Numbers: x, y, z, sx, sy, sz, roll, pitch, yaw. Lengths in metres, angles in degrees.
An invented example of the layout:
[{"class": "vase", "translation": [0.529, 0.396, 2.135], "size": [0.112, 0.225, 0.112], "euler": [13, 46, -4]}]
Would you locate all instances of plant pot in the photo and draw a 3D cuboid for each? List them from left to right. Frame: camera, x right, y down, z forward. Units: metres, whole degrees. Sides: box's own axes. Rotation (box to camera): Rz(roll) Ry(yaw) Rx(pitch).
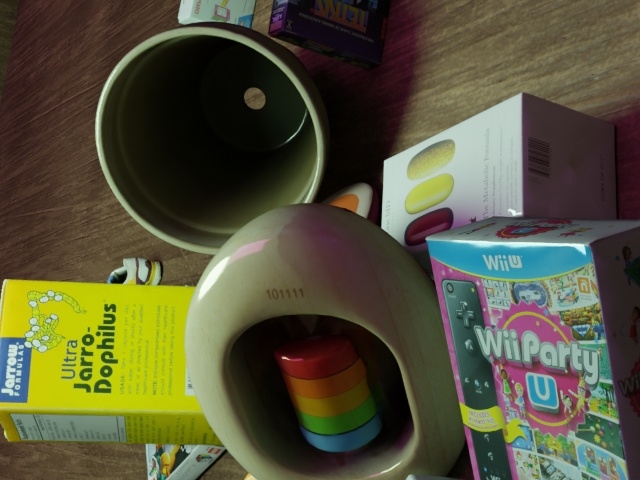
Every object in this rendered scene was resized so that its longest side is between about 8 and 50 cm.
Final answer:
[{"class": "plant pot", "translation": [-0.124, -0.176, 1.686], "size": [0.323, 0.323, 0.280], "euler": [-61, -1, 24]}]

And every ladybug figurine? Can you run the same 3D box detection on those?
[{"class": "ladybug figurine", "translation": [0.015, 0.133, 1.294], "size": [0.162, 0.305, 0.449], "euler": [-81, -17, -51]}]

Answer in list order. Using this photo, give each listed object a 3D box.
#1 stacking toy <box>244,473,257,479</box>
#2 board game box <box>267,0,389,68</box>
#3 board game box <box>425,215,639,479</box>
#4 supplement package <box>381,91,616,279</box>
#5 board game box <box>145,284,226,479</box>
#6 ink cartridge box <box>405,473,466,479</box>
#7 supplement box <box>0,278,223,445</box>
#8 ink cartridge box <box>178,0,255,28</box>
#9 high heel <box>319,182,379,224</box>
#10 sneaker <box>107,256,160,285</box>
[{"class": "stacking toy", "translation": [-0.053, 0.382, 1.509], "size": [0.302, 0.165, 0.175], "euler": [-134, 45, -69]}, {"class": "board game box", "translation": [0.016, -0.337, 1.647], "size": [0.048, 0.170, 0.141], "euler": [-7, 73, 57]}, {"class": "board game box", "translation": [0.223, 0.134, 1.055], "size": [0.224, 0.097, 0.303], "euler": [2, 106, 59]}, {"class": "supplement package", "translation": [0.188, -0.045, 1.269], "size": [0.244, 0.133, 0.139], "euler": [-24, 57, 54]}, {"class": "board game box", "translation": [-0.235, 0.253, 1.940], "size": [0.193, 0.053, 0.305], "euler": [-48, 40, 39]}, {"class": "ink cartridge box", "translation": [0.129, 0.377, 1.238], "size": [0.153, 0.086, 0.208], "euler": [-61, 32, 24]}, {"class": "supplement box", "translation": [-0.286, 0.185, 1.708], "size": [0.194, 0.356, 0.195], "euler": [110, 161, -65]}, {"class": "ink cartridge box", "translation": [-0.184, -0.417, 2.065], "size": [0.052, 0.122, 0.089], "euler": [-2, 77, 59]}, {"class": "high heel", "translation": [0.000, 0.109, 1.597], "size": [0.127, 0.181, 0.377], "euler": [24, 77, 44]}, {"class": "sneaker", "translation": [-0.378, 0.097, 2.216], "size": [0.185, 0.083, 0.070], "euler": [-55, 36, 32]}]
